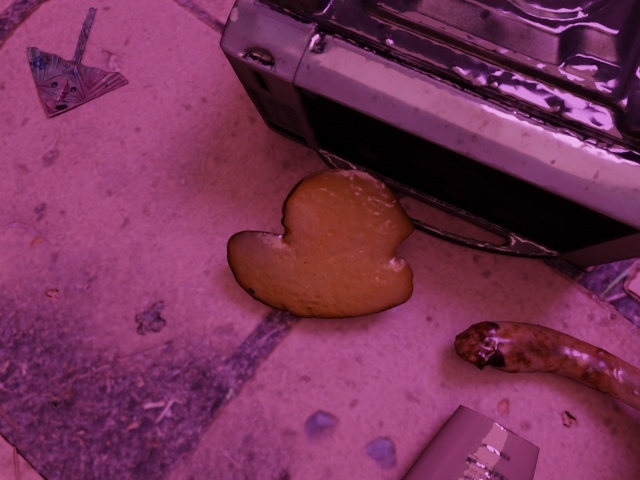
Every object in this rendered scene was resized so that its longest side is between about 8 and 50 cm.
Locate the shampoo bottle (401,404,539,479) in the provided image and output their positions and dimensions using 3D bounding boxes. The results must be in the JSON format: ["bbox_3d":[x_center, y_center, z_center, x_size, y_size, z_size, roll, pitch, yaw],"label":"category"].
[{"bbox_3d":[0.104,0.281,0.495,0.127,0.078,0.256,28,81,8],"label":"shampoo bottle"}]

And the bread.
[{"bbox_3d":[0.000,0.000,0.553,0.188,0.065,0.149,-2,107,13],"label":"bread"}]

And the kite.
[{"bbox_3d":[-0.291,-0.214,0.665,0.137,0.005,0.152,20,78,4],"label":"kite"}]

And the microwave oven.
[{"bbox_3d":[0.160,-0.188,0.517,0.395,0.247,0.332,25,80,8],"label":"microwave oven"}]

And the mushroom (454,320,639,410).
[{"bbox_3d":[0.320,0.123,0.488,0.233,0.208,0.301,-17,59,-43],"label":"mushroom"}]
